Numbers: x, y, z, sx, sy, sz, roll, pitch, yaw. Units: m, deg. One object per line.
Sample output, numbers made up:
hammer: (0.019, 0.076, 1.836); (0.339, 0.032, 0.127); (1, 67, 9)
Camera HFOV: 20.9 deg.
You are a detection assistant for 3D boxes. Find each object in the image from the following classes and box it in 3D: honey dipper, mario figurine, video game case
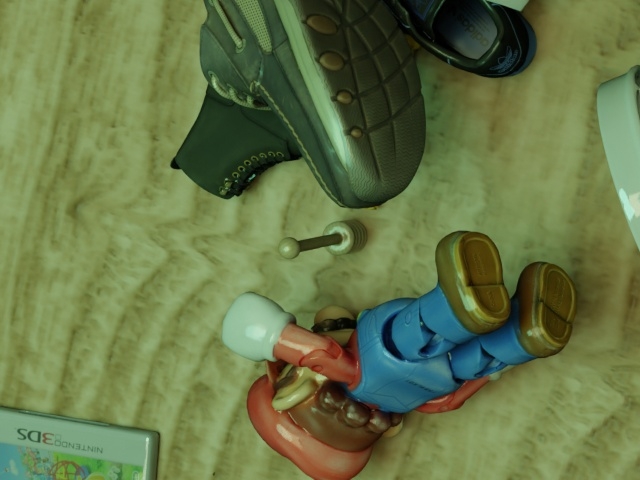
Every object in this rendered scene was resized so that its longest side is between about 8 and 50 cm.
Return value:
honey dipper: (0.000, 0.000, 1.457); (0.030, 0.160, 0.030); (1, 93, 20)
mario figurine: (0.052, 0.074, 1.439); (0.320, 0.170, 0.198); (-32, 102, 42)
video game case: (-0.250, 0.272, 1.642); (0.193, 0.023, 0.212); (7, 96, 20)

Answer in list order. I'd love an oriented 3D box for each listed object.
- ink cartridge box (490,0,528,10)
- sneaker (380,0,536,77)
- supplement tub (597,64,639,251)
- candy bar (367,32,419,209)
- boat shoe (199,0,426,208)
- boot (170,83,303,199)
ink cartridge box: (0.156, -0.302, 1.381); (0.191, 0.082, 0.140); (-55, 47, 27)
sneaker: (0.079, -0.219, 1.452); (0.232, 0.090, 0.081); (38, 105, 14)
supplement tub: (0.389, -0.081, 1.265); (0.324, 0.235, 0.235); (-21, 86, 21)
candy bar: (0.050, -0.104, 1.509); (0.040, 0.018, 0.161); (17, 98, 19)
boat shoe: (-0.024, -0.167, 1.420); (0.130, 0.132, 0.355); (-40, 57, 35)
boot: (-0.038, -0.072, 1.513); (0.198, 0.077, 0.137); (42, 112, 35)
